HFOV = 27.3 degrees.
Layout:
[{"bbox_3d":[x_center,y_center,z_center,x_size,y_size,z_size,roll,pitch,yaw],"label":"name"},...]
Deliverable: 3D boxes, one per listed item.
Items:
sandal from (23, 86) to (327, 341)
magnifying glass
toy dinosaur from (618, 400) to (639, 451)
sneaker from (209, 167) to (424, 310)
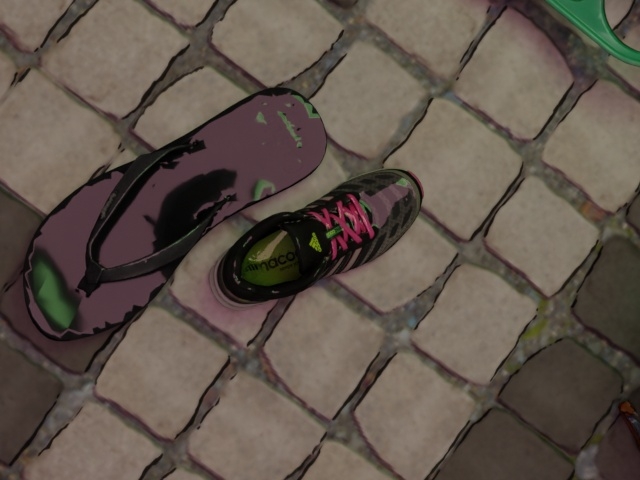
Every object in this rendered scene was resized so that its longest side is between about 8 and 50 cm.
[{"bbox_3d":[-0.111,-0.026,0.940,0.254,0.054,0.097,-39,91,-4],"label":"sandal"},{"bbox_3d":[0.174,-0.184,0.936,0.231,0.026,0.092,18,110,19],"label":"magnifying glass"},{"bbox_3d":[0.245,0.158,0.968,0.082,0.047,0.090,34,100,18],"label":"toy dinosaur"},{"bbox_3d":[0.000,0.000,0.936,0.170,0.075,0.063,-26,90,-4],"label":"sneaker"}]
